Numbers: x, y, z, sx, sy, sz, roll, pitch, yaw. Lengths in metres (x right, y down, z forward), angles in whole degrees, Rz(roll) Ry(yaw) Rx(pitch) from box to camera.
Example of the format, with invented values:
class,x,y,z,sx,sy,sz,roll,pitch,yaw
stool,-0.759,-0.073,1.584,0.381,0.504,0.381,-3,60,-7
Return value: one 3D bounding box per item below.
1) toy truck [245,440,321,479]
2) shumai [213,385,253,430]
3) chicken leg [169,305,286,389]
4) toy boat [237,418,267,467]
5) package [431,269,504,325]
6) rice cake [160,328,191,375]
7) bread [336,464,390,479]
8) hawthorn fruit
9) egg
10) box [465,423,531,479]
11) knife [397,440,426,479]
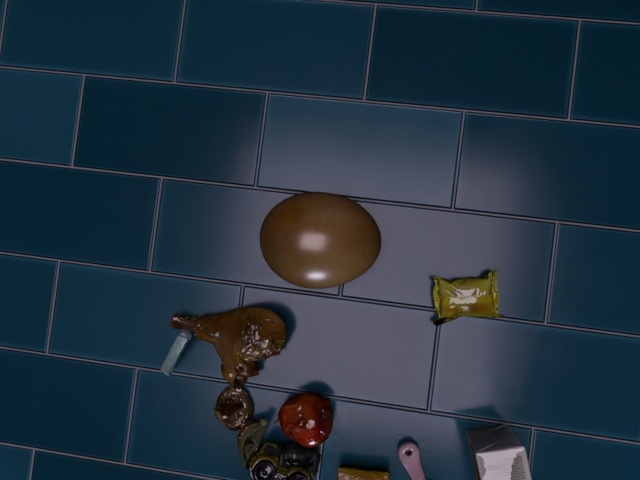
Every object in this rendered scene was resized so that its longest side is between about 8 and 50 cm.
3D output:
class,x,y,z,sx,sy,sz,roll,pitch,yaw
toy truck,-0.119,0.717,1.688,0.224,0.147,0.165,22,66,-4
shumai,-0.288,0.569,1.739,0.123,0.105,0.139,-8,113,2
chicken leg,-0.310,0.342,1.722,0.409,0.182,0.295,7,105,14
toy boat,-0.229,0.652,1.726,0.071,0.089,0.185,33,106,44
package,0.465,0.184,1.675,0.226,0.090,0.168,-5,91,8
rice cake,-0.483,0.376,1.747,0.043,0.034,0.211,36,121,5
bread,0.136,0.790,1.678,0.172,0.103,0.132,3,83,5
hawthorn fruit,-0.044,0.568,1.678,0.179,0.173,0.173,25,91,5
egg,0.000,0.000,1.618,0.374,0.301,0.301,1,88,5
box,0.554,0.762,1.580,0.143,0.225,0.341,-12,86,7
knife,0.346,0.804,1.700,0.081,0.043,0.336,-25,92,-2
